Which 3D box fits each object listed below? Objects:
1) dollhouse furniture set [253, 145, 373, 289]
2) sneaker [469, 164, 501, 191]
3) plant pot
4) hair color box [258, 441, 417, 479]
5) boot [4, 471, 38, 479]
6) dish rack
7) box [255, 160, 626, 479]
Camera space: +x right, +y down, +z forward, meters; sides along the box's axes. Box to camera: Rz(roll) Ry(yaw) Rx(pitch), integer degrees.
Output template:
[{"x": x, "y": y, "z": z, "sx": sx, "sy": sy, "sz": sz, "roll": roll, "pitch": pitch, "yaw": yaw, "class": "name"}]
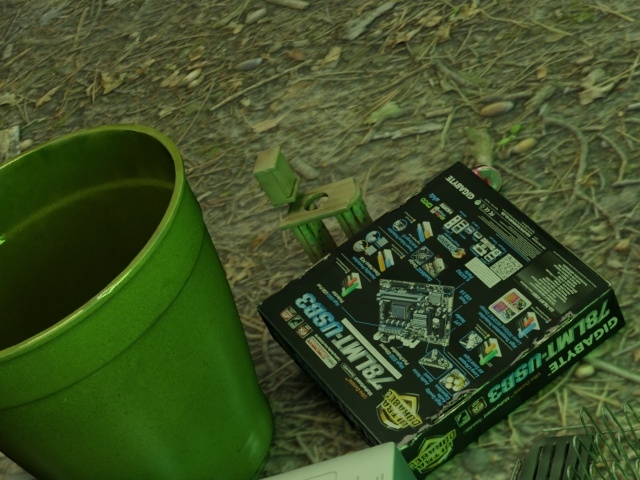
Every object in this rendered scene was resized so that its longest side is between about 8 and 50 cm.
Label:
[{"x": 0.000, "y": 0.000, "z": 2.067, "sx": 0.101, "sy": 0.182, "sz": 0.161, "roll": -16, "pitch": 36, "yaw": 23, "class": "dollhouse furniture set"}, {"x": 0.160, "y": -0.059, "z": 2.154, "sx": 0.119, "sy": 0.047, "sz": 0.057, "roll": -23, "pitch": 19, "yaw": 6, "class": "sneaker"}, {"x": -0.229, "y": 0.127, "z": 1.924, "sx": 0.366, "sy": 0.353, "sz": 0.366, "roll": -21, "pitch": 34, "yaw": 15, "class": "plant pot"}, {"x": -0.079, "y": 0.344, "z": 1.740, "sx": 0.374, "sy": 0.113, "sz": 0.185, "roll": -18, "pitch": 35, "yaw": 17, "class": "hair color box"}, {"x": -0.365, "y": 0.379, "z": 1.941, "sx": 0.258, "sy": 0.095, "sz": 0.123, "roll": -50, "pitch": 52, "yaw": -5, "class": "boot"}, {"x": 0.288, "y": 0.224, "z": 1.646, "sx": 0.271, "sy": 0.074, "sz": 0.208, "roll": -11, "pitch": 37, "yaw": 28, "class": "dish rack"}, {"x": 0.124, "y": 0.081, "z": 1.927, "sx": 0.293, "sy": 0.073, "sz": 0.295, "roll": -37, "pitch": 43, "yaw": -9, "class": "box"}]
